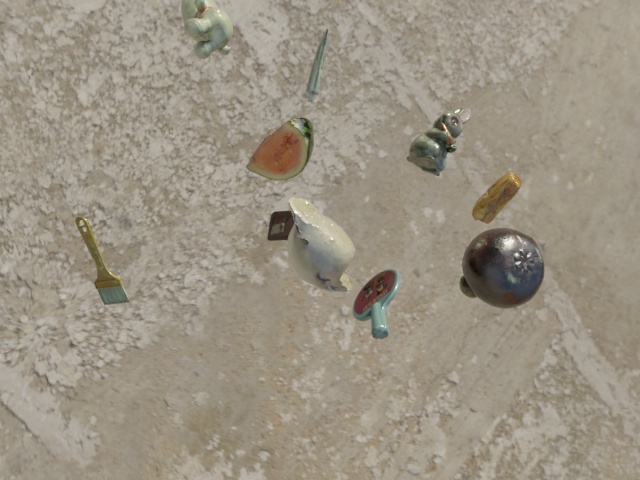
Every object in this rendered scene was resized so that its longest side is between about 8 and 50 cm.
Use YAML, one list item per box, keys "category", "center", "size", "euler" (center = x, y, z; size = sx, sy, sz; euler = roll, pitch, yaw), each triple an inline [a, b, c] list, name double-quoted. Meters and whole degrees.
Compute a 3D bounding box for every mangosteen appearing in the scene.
- category: "mangosteen"
  center: [0.467, 0.073, 1.456]
  size: [0.216, 0.216, 0.216]
  euler: [5, 80, -26]

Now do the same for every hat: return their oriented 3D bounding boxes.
- category: "hat"
  center: [-0.176, -0.346, 1.903]
  size: [0.042, 0.058, 0.087]
  euler: [12, 48, -44]

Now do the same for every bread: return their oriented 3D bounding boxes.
- category: "bread"
  center: [0.402, -0.099, 1.278]
  size: [0.053, 0.132, 0.074]
  euler: [39, 33, 0]

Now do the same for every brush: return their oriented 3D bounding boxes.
- category: "brush"
  center: [-0.502, 0.047, 1.265]
  size: [0.010, 0.083, 0.218]
  euler: [-46, 122, -61]

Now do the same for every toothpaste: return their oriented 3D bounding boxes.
- category: "toothpaste"
  center: [-0.008, -0.520, 1.668]
  size: [0.041, 0.064, 0.218]
  euler: [12, 92, -13]

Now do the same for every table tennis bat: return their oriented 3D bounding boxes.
- category: "table tennis bat"
  center: [0.135, 0.151, 1.323]
  size: [0.040, 0.153, 0.244]
  euler: [42, 21, -17]

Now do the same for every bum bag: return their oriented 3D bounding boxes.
- category: "bum bag"
  center: [-0.106, -0.048, 1.845]
  size: [0.026, 0.159, 0.109]
  euler: [26, 69, -49]

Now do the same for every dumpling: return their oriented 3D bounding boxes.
- category: "dumpling"
  center: [0.006, 0.000, 1.477]
  size: [0.175, 0.227, 0.243]
  euler: [4, 117, 4]

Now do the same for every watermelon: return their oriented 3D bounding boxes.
- category: "watermelon"
  center: [-0.099, -0.271, 1.806]
  size: [0.159, 0.303, 0.128]
  euler: [-11, 77, -38]

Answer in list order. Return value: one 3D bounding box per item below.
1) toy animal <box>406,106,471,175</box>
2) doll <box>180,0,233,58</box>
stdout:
- category: "toy animal"
  center: [0.343, -0.308, 1.601]
  size: [0.108, 0.138, 0.236]
  euler: [39, 72, -53]
- category: "doll"
  center: [-0.285, -0.549, 1.409]
  size: [0.113, 0.275, 0.155]
  euler: [-24, 129, 0]
